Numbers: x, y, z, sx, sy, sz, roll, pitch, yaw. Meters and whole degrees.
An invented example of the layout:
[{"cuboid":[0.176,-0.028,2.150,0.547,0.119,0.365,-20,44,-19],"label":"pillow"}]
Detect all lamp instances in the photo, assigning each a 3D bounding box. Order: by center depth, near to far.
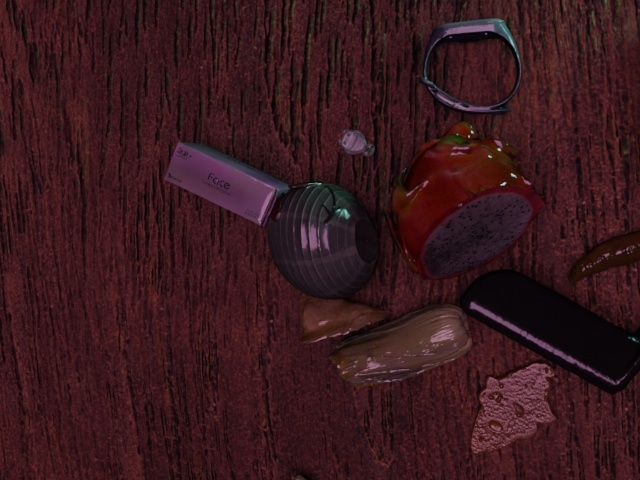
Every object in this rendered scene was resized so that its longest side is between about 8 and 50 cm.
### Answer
[{"cuboid":[0.000,0.000,1.628,0.233,0.265,0.233,-16,56,25],"label":"lamp"}]

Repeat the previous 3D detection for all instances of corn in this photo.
[{"cuboid":[0.169,0.226,1.668,0.305,0.122,0.123,-24,88,15],"label":"corn"}]

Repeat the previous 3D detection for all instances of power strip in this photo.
[{"cuboid":[0.077,-0.208,1.698,0.083,0.035,0.055,29,100,11],"label":"power strip"}]

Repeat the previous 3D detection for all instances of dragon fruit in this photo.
[{"cuboid":[0.263,-0.090,1.561,0.305,0.305,0.225,-35,58,13],"label":"dragon fruit"}]

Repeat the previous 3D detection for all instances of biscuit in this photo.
[{"cuboid":[0.403,0.356,1.672,0.162,0.035,0.250,41,101,12],"label":"biscuit"}]

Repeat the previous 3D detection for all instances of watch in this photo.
[{"cuboid":[0.305,-0.351,1.620,0.206,0.068,0.192,-3,93,11],"label":"watch"}]

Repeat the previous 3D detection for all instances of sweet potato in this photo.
[{"cuboid":[0.619,0.012,1.583,0.274,0.067,0.067,-29,88,8],"label":"sweet potato"}]

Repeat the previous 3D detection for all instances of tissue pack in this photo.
[{"cuboid":[-0.192,-0.124,1.707,0.246,0.148,0.092,26,101,9],"label":"tissue pack"}]

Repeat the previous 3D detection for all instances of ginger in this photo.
[{"cuboid":[0.042,0.149,1.705,0.193,0.115,0.122,-13,77,3],"label":"ginger"}]

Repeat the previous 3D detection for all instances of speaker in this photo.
[{"cuboid":[0.486,0.149,1.572,0.388,0.180,0.184,28,93,8],"label":"speaker"}]

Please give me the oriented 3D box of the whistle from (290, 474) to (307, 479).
[{"cuboid":[0.008,0.620,1.757,0.105,0.085,0.227,-38,87,12],"label":"whistle"}]
